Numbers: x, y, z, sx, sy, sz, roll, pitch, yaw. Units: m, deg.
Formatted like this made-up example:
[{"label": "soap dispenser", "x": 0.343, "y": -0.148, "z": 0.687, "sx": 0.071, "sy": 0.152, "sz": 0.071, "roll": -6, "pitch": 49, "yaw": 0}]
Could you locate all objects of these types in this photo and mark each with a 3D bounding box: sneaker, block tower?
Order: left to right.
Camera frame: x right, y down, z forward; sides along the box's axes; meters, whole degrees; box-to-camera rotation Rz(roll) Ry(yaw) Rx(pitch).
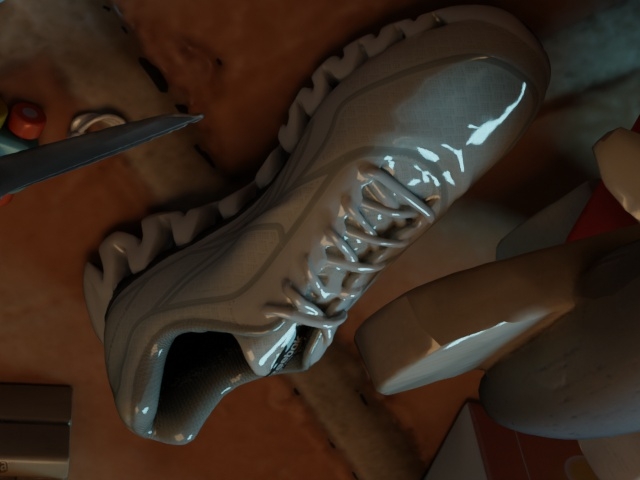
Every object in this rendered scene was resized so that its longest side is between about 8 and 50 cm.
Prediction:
[{"label": "block tower", "x": -0.221, "y": 0.239, "z": 0.878, "sx": 0.097, "sy": 0.091, "sz": 0.335, "roll": 4, "pitch": 129, "yaw": -11}, {"label": "sneaker", "x": 0.000, "y": 0.000, "z": 0.685, "sx": 0.292, "sy": 0.118, "sz": 0.110, "roll": -38, "pitch": 124, "yaw": 21}]

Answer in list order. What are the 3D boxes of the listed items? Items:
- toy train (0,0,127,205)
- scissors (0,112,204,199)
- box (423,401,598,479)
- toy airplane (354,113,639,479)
[{"label": "toy train", "x": -0.165, "y": -0.077, "z": 0.640, "sx": 0.125, "sy": 0.046, "sz": 0.166, "roll": -21, "pitch": 130, "yaw": 11}, {"label": "scissors", "x": -0.174, "y": -0.017, "z": 0.644, "sx": 0.297, "sy": 0.021, "sz": 0.109, "roll": -2, "pitch": 132, "yaw": 20}, {"label": "box", "x": 0.241, "y": 0.255, "z": 0.876, "sx": 0.345, "sy": 0.215, "sz": 0.168, "roll": 9, "pitch": 129, "yaw": -16}, {"label": "toy airplane", "x": 0.219, "y": -0.004, "z": 0.595, "sx": 0.386, "sy": 0.272, "sz": 0.384, "roll": -39, "pitch": 151, "yaw": -1}]
